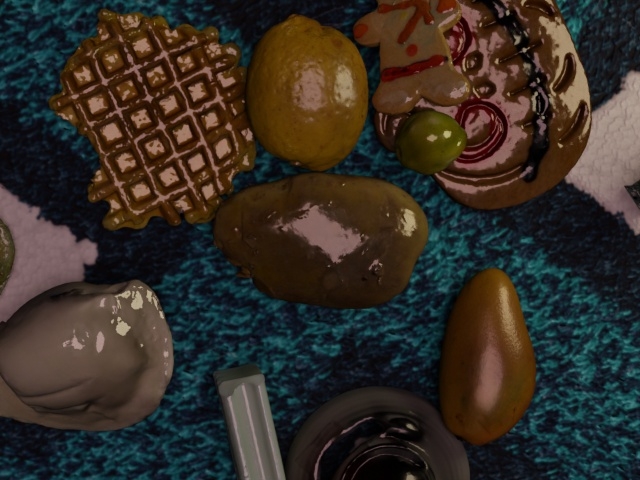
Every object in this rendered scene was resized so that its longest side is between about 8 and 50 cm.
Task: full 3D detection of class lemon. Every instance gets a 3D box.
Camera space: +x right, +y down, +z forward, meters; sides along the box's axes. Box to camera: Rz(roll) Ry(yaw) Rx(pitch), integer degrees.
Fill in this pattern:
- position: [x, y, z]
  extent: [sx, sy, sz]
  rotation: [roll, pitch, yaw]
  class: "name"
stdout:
- position: [-0.018, -0.197, 1.568]
  extent: [0.170, 0.170, 0.207]
  rotation: [3, 101, -9]
  class: "lemon"

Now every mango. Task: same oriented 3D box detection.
- position: [0.240, 0.166, 1.661]
  extent: [0.138, 0.113, 0.253]
  rotation: [6, 86, -5]
  class: "mango"

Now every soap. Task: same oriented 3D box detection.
- position: [-0.094, 0.278, 1.611]
  extent: [0.067, 0.119, 0.198]
  rotation: [-13, 95, -10]
  class: "soap"

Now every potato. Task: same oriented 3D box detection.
- position: [0.000, 0.000, 1.595]
  extent: [0.296, 0.141, 0.191]
  rotation: [6, 108, -5]
  class: "potato"

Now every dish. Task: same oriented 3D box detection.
- position: [0.090, 0.349, 1.638]
  extent: [0.273, 0.134, 0.273]
  rotation: [0, 92, -8]
  class: "dish"

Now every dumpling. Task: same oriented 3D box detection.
- position: [-0.325, 0.166, 1.569]
  extent: [0.175, 0.243, 0.227]
  rotation: [-53, 123, -41]
  class: "dumpling"

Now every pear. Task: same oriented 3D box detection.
- position: [0.151, -0.136, 1.591]
  extent: [0.097, 0.092, 0.092]
  rotation: [-8, 95, -15]
  class: "pear"

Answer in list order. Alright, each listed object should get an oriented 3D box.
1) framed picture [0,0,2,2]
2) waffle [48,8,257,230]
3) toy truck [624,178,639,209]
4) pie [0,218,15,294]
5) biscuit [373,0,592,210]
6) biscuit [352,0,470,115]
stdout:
- position: [-0.556, -0.299, 1.553]
  extent: [0.189, 0.023, 0.260]
  rotation: [33, 88, -9]
  class: "framed picture"
- position: [-0.228, -0.165, 1.595]
  extent: [0.282, 0.058, 0.300]
  rotation: [-2, 95, -8]
  class: "waffle"
- position: [0.543, -0.104, 1.685]
  extent: [0.178, 0.115, 0.080]
  rotation: [-36, 98, -4]
  class: "toy truck"
- position: [-0.507, 0.023, 1.572]
  extent: [0.187, 0.041, 0.186]
  rotation: [0, 93, -9]
  class: "pie"
- position: [0.219, -0.221, 1.658]
  extent: [0.314, 0.063, 0.367]
  rotation: [-25, 98, -8]
  class: "biscuit"
- position: [0.119, -0.285, 1.588]
  extent: [0.153, 0.030, 0.234]
  rotation: [-9, 77, 16]
  class: "biscuit"
